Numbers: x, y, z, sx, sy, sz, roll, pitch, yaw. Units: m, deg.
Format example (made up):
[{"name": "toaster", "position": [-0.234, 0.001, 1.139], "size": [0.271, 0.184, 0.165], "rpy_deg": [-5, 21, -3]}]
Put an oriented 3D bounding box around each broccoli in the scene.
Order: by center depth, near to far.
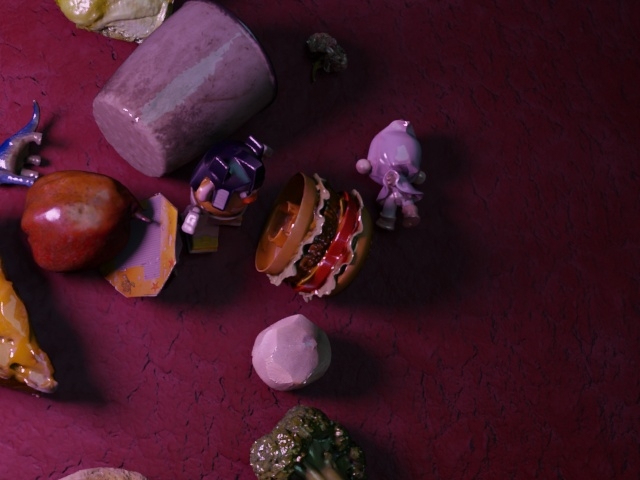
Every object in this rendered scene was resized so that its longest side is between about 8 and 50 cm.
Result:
[{"name": "broccoli", "position": [-0.003, 0.489, 1.793], "size": [0.302, 0.186, 0.254], "rpy_deg": [50, 19, -1]}]

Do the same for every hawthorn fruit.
[{"name": "hawthorn fruit", "position": [-0.462, -0.040, 1.730], "size": [0.248, 0.208, 0.208], "rpy_deg": [-7, 74, -3]}]

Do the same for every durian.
[{"name": "durian", "position": [-0.430, -0.581, 1.958], "size": [0.340, 0.204, 0.255], "rpy_deg": [5, 81, -23]}]

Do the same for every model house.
[{"name": "model house", "position": [-0.341, 0.031, 1.818], "size": [0.136, 0.207, 0.219], "rpy_deg": [26, 54, -57]}]

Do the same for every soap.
[{"name": "soap", "position": [-0.608, 0.096, 1.643], "size": [0.305, 0.169, 0.338], "rpy_deg": [20, 66, -18]}]

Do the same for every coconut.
[{"name": "coconut", "position": [-0.060, 0.241, 1.853], "size": [0.161, 0.162, 0.161], "rpy_deg": [9, 67, -22]}]

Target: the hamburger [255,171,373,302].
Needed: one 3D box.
[{"name": "hamburger", "position": [0.000, 0.000, 1.911], "size": [0.212, 0.274, 0.274], "rpy_deg": [24, 63, -18]}]

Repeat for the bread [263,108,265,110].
[{"name": "bread", "position": [-0.150, -0.362, 2.081], "size": [0.070, 0.077, 0.083], "rpy_deg": [12, 68, -25]}]

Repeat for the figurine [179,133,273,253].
[{"name": "figurine", "position": [-0.206, -0.106, 1.836], "size": [0.143, 0.308, 0.308], "rpy_deg": [22, 63, -6]}]

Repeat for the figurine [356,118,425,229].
[{"name": "figurine", "position": [0.188, -0.161, 2.137], "size": [0.200, 0.133, 0.275], "rpy_deg": [7, 70, -27]}]

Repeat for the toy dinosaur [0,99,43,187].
[{"name": "toy dinosaur", "position": [-0.668, -0.180, 1.776], "size": [0.188, 0.075, 0.247], "rpy_deg": [9, 74, -15]}]

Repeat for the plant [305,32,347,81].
[{"name": "plant", "position": [0.004, -0.461, 2.206], "size": [0.116, 0.104, 0.122], "rpy_deg": [39, 90, 33]}]

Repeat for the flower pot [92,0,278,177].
[{"name": "flower pot", "position": [-0.307, -0.320, 1.881], "size": [0.293, 0.293, 0.330], "rpy_deg": [47, 66, -3]}]

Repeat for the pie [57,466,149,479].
[{"name": "pie", "position": [-0.402, 0.574, 1.619], "size": [0.338, 0.075, 0.337], "rpy_deg": [9, 67, -23]}]
